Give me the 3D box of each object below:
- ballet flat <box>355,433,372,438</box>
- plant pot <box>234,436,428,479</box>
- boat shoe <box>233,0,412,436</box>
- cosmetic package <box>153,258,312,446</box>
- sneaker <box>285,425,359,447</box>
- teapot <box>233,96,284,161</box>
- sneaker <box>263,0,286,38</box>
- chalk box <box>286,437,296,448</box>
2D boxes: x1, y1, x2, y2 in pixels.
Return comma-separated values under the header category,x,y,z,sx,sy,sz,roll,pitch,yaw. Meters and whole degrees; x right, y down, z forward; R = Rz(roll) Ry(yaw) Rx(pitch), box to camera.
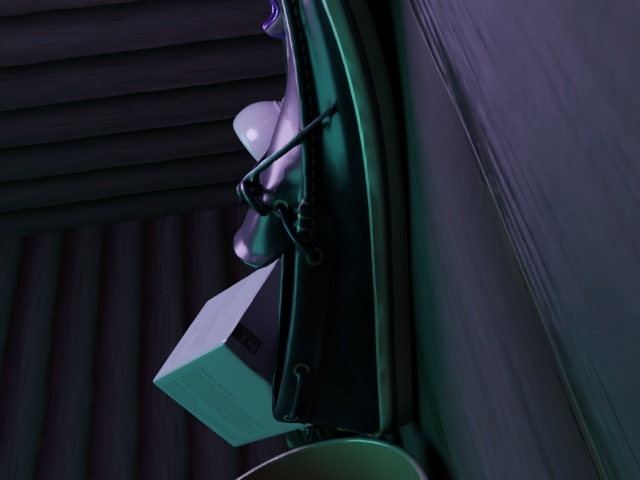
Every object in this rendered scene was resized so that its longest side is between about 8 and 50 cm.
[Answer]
category,x,y,z,sx,sy,sz,roll,pitch,yaw
ballet flat,0.048,0.339,0.832,0.106,0.108,0.316,-59,-13,-9
plant pot,0.024,0.358,0.496,0.256,0.257,0.273,-114,-2,-79
boat shoe,-0.009,-0.032,0.558,0.186,0.156,0.499,-101,5,-71
cosmetic package,-0.084,0.149,0.765,0.151,0.184,0.151,45,-136,-16
sneaker,0.048,0.181,0.813,0.087,0.130,0.227,59,-143,-21
teapot,-0.122,-0.323,1.759,0.256,0.187,0.252,55,-169,12
sneaker,-0.049,-0.384,0.812,0.095,0.105,0.236,-101,5,-65
chalk box,-0.009,0.387,1.477,0.289,0.181,0.179,-112,13,-72
